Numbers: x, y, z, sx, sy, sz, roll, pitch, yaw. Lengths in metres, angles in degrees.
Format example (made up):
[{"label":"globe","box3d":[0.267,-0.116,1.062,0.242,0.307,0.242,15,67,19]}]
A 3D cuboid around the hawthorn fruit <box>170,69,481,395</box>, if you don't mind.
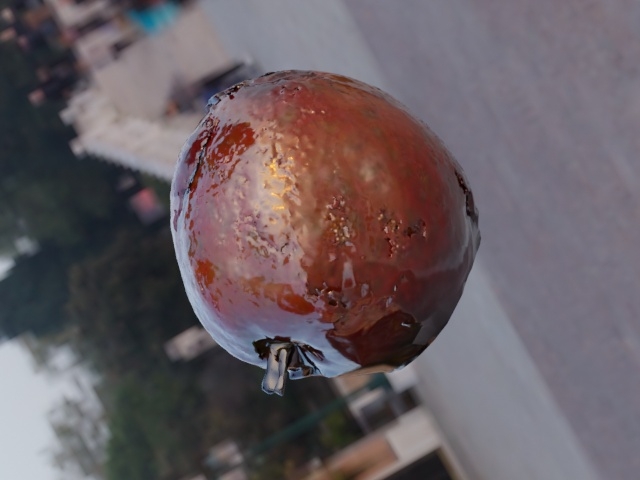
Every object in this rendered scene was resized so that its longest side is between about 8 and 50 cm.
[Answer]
[{"label":"hawthorn fruit","box3d":[0.007,-0.014,1.854,0.316,0.316,0.316,60,177,4]}]
